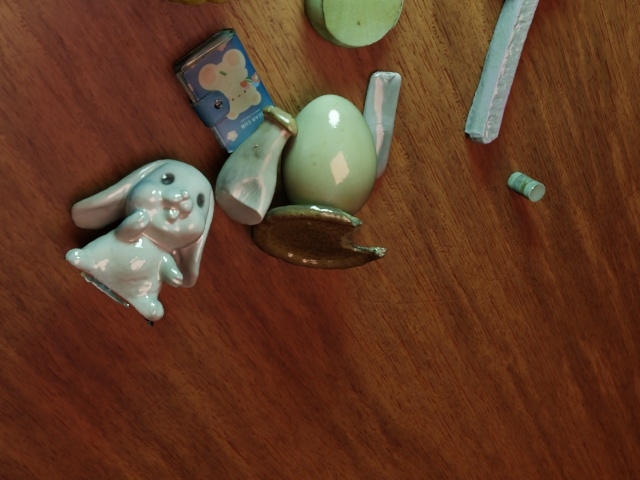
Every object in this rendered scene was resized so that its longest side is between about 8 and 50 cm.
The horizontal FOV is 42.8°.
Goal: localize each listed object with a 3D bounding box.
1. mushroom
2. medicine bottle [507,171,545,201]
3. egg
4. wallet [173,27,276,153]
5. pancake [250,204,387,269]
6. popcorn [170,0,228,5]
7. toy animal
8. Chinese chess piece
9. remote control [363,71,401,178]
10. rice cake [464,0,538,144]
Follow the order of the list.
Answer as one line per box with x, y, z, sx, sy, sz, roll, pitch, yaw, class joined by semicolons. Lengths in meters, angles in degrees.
-0.121;-0.142;1.531;0.225;0.116;0.093;-67;167;0;mushroom
0.476;-0.124;1.890;0.047;0.083;0.047;-11;117;-21;medicine bottle
0.016;-0.156;1.587;0.189;0.188;0.253;-9;113;-22;egg
-0.174;-0.274;1.515;0.141;0.059;0.202;-38;128;-10;wallet
0.000;0.000;1.629;0.286;0.288;0.033;13;67;-15;pancake
-0.195;-0.553;1.252;0.349;0.349;0.381;-4;76;-25;popcorn
-0.312;-0.002;1.512;0.289;0.174;0.249;-31;111;-9;toy animal
0.062;-0.458;1.538;0.188;0.083;0.188;-13;118;-24;Chinese chess piece
0.123;-0.232;1.691;0.073;0.044;0.229;0;113;-23;remote control
0.388;-0.380;1.741;0.056;0.073;0.364;7;107;-26;rice cake
